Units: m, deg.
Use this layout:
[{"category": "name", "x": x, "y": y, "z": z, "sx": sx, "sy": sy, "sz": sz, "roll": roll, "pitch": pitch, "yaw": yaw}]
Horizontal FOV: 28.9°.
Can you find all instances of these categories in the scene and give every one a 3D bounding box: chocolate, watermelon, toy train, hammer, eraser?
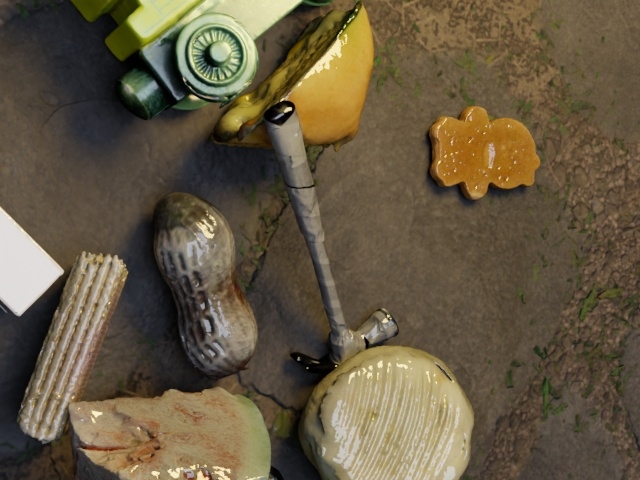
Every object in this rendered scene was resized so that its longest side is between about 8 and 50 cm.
[{"category": "chocolate", "x": -0.145, "y": 0.056, "z": 1.570, "sx": 0.110, "sy": 0.110, "sz": 0.248, "roll": -24, "pitch": 106, "yaw": -24}, {"category": "watermelon", "x": -0.186, "y": 0.295, "z": 1.450, "sx": 0.310, "sy": 0.193, "sz": 0.231, "roll": -42, "pitch": 135, "yaw": -13}, {"category": "toy train", "x": -0.114, "y": -0.353, "z": 1.542, "sx": 0.442, "sy": 0.179, "sz": 0.272, "roll": -42, "pitch": 102, "yaw": -17}, {"category": "hammer", "x": 0.001, "y": 0.000, "z": 1.587, "sx": 0.152, "sy": 0.044, "sz": 0.427, "roll": -29, "pitch": 129, "yaw": -21}, {"category": "eraser", "x": -0.434, "y": -0.041, "z": 1.440, "sx": 0.078, "sy": 0.076, "sz": 0.298, "roll": -48, "pitch": 110, "yaw": -16}]

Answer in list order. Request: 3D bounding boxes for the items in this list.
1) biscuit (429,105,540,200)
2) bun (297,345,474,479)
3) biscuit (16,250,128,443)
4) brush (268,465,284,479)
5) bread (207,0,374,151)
[{"category": "biscuit", "x": 0.234, "y": -0.129, "z": 1.791, "sx": 0.184, "sy": 0.027, "sz": 0.133, "roll": -15, "pitch": 97, "yaw": -26}, {"category": "bun", "x": 0.090, "y": 0.257, "z": 1.670, "sx": 0.239, "sy": 0.141, "sz": 0.239, "roll": 1, "pitch": 87, "yaw": -16}, {"category": "biscuit", "x": -0.297, "y": 0.124, "z": 1.494, "sx": 0.062, "sy": 0.108, "sz": 0.238, "roll": 21, "pitch": 83, "yaw": -3}, {"category": "brush", "x": -0.136, "y": 0.420, "z": 1.609, "sx": 0.068, "sy": 0.060, "sz": 0.297, "roll": 45, "pitch": 73, "yaw": -22}, {"category": "bread", "x": -0.013, "y": -0.176, "z": 1.597, "sx": 0.251, "sy": 0.174, "sz": 0.133, "roll": -49, "pitch": 113, "yaw": -21}]
